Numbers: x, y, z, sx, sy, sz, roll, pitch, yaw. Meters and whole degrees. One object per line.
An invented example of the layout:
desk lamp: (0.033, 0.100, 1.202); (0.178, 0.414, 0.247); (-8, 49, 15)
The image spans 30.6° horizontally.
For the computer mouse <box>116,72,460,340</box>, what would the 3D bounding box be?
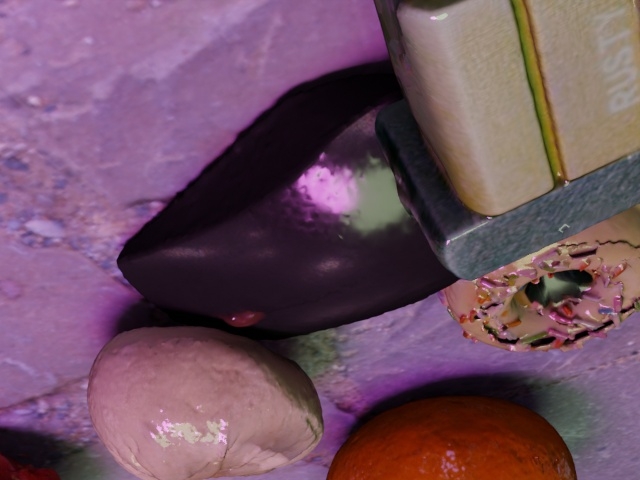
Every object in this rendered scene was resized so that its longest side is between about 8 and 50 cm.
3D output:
computer mouse: (0.001, 0.004, 0.763); (0.168, 0.087, 0.295); (27, 132, -37)

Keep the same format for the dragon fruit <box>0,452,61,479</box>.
dragon fruit: (-0.313, 0.286, 0.956); (0.268, 0.205, 0.210); (-22, 148, 11)

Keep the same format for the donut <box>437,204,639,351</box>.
donut: (0.165, 0.023, 0.842); (0.175, 0.068, 0.174); (-7, 142, -6)

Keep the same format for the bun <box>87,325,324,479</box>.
bun: (-0.083, 0.129, 0.860); (0.164, 0.111, 0.188); (-6, 160, 19)

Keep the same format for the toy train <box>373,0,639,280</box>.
toy train: (0.123, -0.142, 0.524); (0.253, 0.160, 0.397); (-26, 141, 0)

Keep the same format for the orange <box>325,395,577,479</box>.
orange: (0.116, 0.232, 1.012); (0.224, 0.170, 0.224); (-7, 144, -5)
